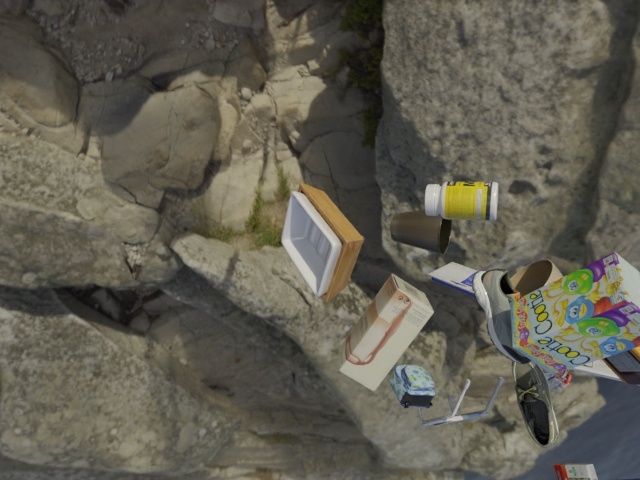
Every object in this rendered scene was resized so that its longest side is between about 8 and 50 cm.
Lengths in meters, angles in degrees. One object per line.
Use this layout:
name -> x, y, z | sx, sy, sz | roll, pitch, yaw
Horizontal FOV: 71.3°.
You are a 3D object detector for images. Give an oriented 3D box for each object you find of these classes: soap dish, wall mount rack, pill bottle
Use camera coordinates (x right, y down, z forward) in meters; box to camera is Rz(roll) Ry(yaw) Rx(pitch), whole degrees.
soap dish -> 0.000, 0.000, 1.317 | 0.118, 0.291, 0.229 | -8, 132, -29
wall mount rack -> 0.561, 0.646, 1.776 | 0.349, 0.131, 0.304 | 7, 149, -33
pill bottle -> 0.434, -0.122, 1.379 | 0.208, 0.119, 0.119 | 4, 135, 23

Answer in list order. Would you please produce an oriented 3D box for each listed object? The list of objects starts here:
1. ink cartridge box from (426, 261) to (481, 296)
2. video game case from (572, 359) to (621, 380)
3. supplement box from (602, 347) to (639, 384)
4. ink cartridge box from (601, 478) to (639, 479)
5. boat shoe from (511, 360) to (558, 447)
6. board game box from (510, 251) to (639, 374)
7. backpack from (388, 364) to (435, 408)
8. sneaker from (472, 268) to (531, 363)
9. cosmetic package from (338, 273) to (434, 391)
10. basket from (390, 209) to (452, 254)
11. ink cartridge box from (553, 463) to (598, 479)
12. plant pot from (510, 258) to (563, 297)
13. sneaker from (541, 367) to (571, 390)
ink cartridge box -> 0.720, 0.210, 2.217 | 0.307, 0.303, 0.072 | -18, 122, -47
video game case -> 0.999, 0.381, 1.569 | 0.226, 0.207, 0.026 | 9, 146, 22
supplement box -> 0.859, 0.263, 1.156 | 0.191, 0.129, 0.194 | -38, 164, -5
ink cartridge box -> 0.615, 0.539, 0.837 | 0.333, 0.065, 0.165 | 46, 136, -7
boat shoe -> 0.722, 0.537, 1.512 | 0.109, 0.306, 0.091 | -21, 167, 32
board game box -> 0.595, 0.175, 1.020 | 0.142, 0.144, 0.275 | 33, 135, -14
backpack -> 0.252, 0.391, 1.230 | 0.104, 0.114, 0.084 | 11, 112, -25
sneaker -> 0.514, 0.205, 1.224 | 0.100, 0.272, 0.108 | -13, 167, -39
cosmetic package -> 0.183, 0.265, 1.306 | 0.129, 0.153, 0.296 | 31, 102, -6
basket -> 0.430, -0.050, 1.922 | 0.154, 0.226, 0.205 | 35, 66, -53
ink cartridge box -> 0.648, 0.608, 1.144 | 0.029, 0.063, 0.115 | 6, 154, -28
plant pot -> 0.832, 0.240, 1.698 | 0.191, 0.284, 0.284 | 42, 105, -1
sneaker -> 0.987, 0.516, 1.865 | 0.090, 0.144, 0.270 | -40, 150, -49
